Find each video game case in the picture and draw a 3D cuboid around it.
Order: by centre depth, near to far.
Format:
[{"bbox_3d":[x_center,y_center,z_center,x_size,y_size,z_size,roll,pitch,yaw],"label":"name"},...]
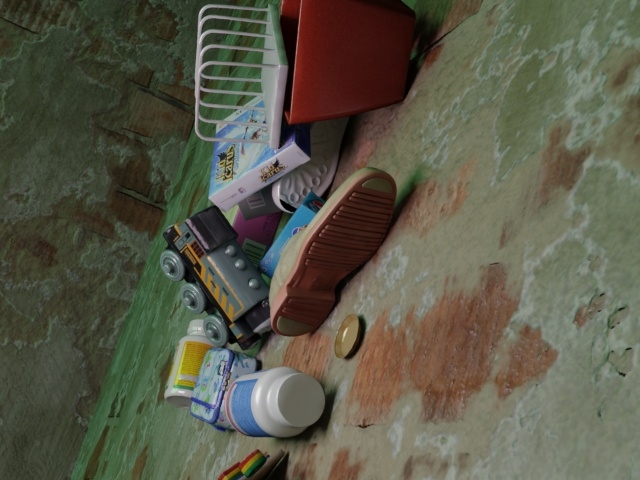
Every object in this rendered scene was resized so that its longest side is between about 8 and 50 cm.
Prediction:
[{"bbox_3d":[-0.135,-0.223,1.784,0.244,0.061,0.270,-31,38,25],"label":"video game case"}]

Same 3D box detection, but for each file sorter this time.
[{"bbox_3d":[-0.172,-0.352,1.670,0.278,0.173,0.193,-100,16,-49],"label":"file sorter"}]

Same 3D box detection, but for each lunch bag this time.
[{"bbox_3d":[-0.222,0.334,1.810,0.219,0.090,0.176,-10,64,68],"label":"lunch bag"}]

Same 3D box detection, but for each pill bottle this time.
[{"bbox_3d":[-0.081,0.292,1.441,0.221,0.124,0.124,-26,45,62],"label":"pill bottle"},{"bbox_3d":[-0.312,0.310,2.015,0.117,0.117,0.208,-39,35,53],"label":"pill bottle"}]

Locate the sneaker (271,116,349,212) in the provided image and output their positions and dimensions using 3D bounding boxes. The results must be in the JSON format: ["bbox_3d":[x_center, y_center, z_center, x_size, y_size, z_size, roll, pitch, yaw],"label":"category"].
[{"bbox_3d":[-0.065,-0.200,1.869,0.236,0.130,0.323,-5,59,57],"label":"sneaker"}]

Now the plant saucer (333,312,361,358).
[{"bbox_3d":[0.050,0.168,1.397,0.083,0.015,0.083,-52,25,37],"label":"plant saucer"}]

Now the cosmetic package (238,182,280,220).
[{"bbox_3d":[-0.167,-0.177,1.949,0.238,0.107,0.127,-99,-8,-45],"label":"cosmetic package"}]

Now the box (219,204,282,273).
[{"bbox_3d":[-0.217,-0.009,2.111,0.243,0.117,0.214,-6,63,66],"label":"box"}]

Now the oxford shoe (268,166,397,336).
[{"bbox_3d":[0.000,0.000,1.486,0.397,0.140,0.147,-55,36,30],"label":"oxford shoe"}]

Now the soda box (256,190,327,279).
[{"bbox_3d":[-0.054,-0.002,1.735,0.210,0.071,0.067,-53,4,34],"label":"soda box"}]

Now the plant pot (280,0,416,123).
[{"bbox_3d":[0.047,-0.393,1.610,0.267,0.235,0.267,-108,23,-61],"label":"plant pot"}]

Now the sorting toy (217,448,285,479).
[{"bbox_3d":[-0.148,0.440,1.452,0.132,0.046,0.274,-23,-29,-52],"label":"sorting toy"}]

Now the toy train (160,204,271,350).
[{"bbox_3d":[-0.222,0.083,1.767,0.142,0.334,0.190,-29,-8,-45],"label":"toy train"}]
